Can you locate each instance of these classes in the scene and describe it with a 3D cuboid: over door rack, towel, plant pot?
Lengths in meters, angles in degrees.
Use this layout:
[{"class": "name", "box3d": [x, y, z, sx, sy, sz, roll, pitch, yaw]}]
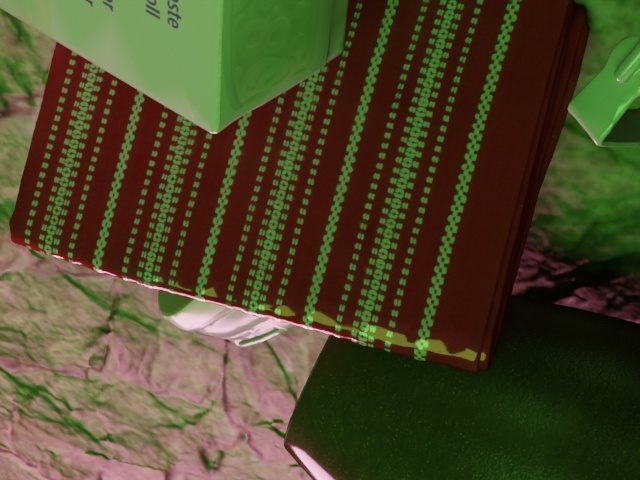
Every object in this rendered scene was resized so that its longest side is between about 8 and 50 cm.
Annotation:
[{"class": "over door rack", "box3d": [0.102, -0.215, 0.481, 0.239, 0.108, 0.324, 57, 141, 27]}, {"class": "towel", "box3d": [-0.016, -0.059, 0.721, 0.274, 0.031, 0.199, 15, 89, 16]}, {"class": "plant pot", "box3d": [0.104, 0.118, 0.756, 0.230, 0.215, 0.215, 26, 134, 8]}]

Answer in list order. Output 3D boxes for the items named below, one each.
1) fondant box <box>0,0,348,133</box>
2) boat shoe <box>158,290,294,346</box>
[{"class": "fondant box", "box3d": [-0.132, -0.229, 0.611, 0.330, 0.096, 0.238, 31, 137, 25]}, {"class": "boat shoe", "box3d": [0.000, 0.001, 0.820, 0.081, 0.079, 0.227, 29, 138, -33]}]
